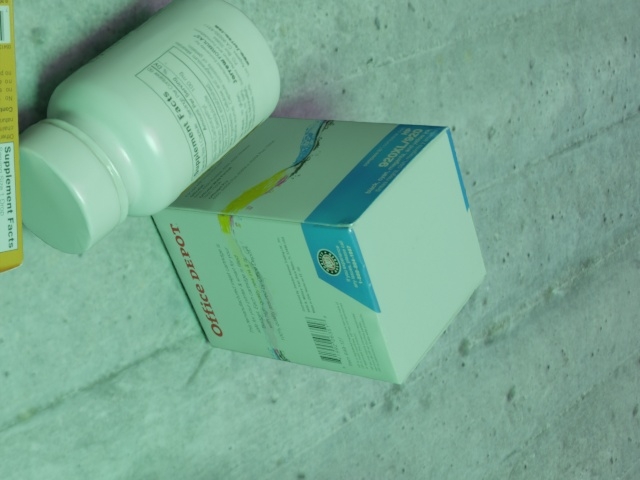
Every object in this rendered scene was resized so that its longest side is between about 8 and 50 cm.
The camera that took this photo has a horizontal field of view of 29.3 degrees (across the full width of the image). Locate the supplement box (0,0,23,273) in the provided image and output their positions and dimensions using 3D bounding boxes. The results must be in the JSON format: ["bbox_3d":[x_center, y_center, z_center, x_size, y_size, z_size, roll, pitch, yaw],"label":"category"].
[{"bbox_3d":[-0.272,-0.090,0.893,0.080,0.078,0.234,-11,107,-53],"label":"supplement box"}]

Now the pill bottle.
[{"bbox_3d":[-0.148,-0.095,1.004,0.229,0.131,0.131,-45,130,-36],"label":"pill bottle"}]

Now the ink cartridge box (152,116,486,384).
[{"bbox_3d":[0.000,0.000,1.128,0.168,0.232,0.171,-47,130,-38],"label":"ink cartridge box"}]
